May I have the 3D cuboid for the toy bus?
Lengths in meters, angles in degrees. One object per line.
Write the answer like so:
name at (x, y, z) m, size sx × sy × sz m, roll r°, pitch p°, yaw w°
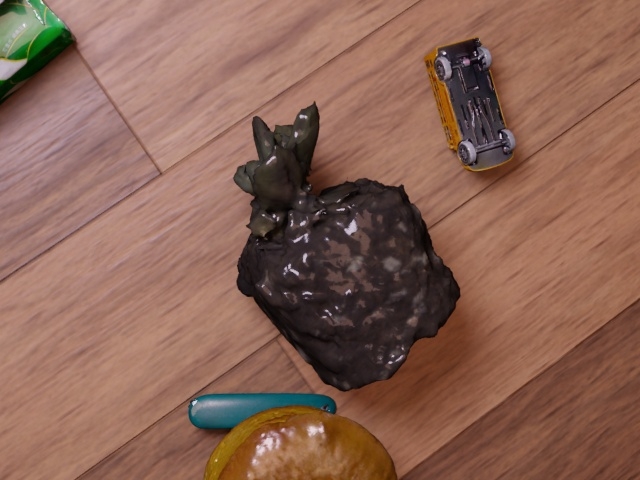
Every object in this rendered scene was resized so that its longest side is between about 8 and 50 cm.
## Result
toy bus at (0.185, -0.167, 1.182) m, size 0.070 × 0.074 × 0.162 m, roll -18°, pitch 94°, yaw -17°

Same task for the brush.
brush at (-0.074, 0.210, 1.175) m, size 0.193 × 0.032 × 0.043 m, roll 2°, pitch 91°, yaw -24°

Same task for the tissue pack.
tissue pack at (-0.400, -0.219, 1.024) m, size 0.209 × 0.156 × 0.148 m, roll -42°, pitch 97°, yaw -6°

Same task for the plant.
plant at (0.000, 0.000, 1.081) m, size 0.213 × 0.215 × 0.312 m, roll -42°, pitch 105°, yaw -10°

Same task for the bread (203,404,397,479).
bread at (-0.023, 0.320, 1.121) m, size 0.268 × 0.146 × 0.268 m, roll -4°, pitch 103°, yaw -16°
